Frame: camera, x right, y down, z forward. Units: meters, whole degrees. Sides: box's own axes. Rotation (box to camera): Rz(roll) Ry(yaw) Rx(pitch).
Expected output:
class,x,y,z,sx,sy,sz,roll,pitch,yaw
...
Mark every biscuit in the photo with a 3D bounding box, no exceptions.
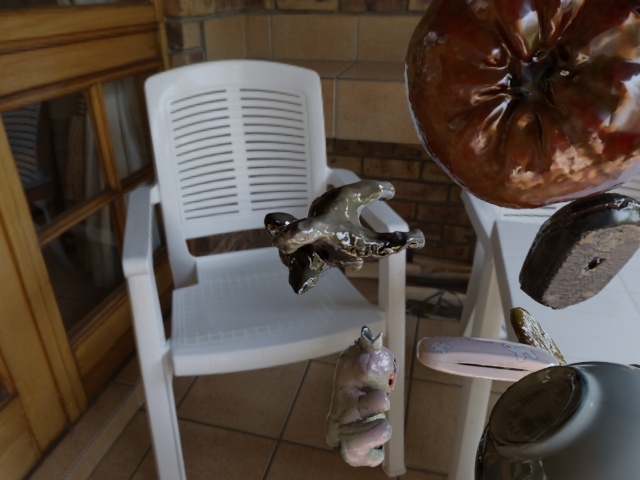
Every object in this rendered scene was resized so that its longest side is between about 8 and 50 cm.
class,x,y,z,sx,sy,sz,roll,pitch,yaw
biscuit,0.601,0.315,1.293,0.040,0.318,0.318,-35,18,23

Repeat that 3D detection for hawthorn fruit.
class,x,y,z,sx,sy,sz,roll,pitch,yaw
hawthorn fruit,0.337,-0.262,0.768,0.402,0.403,0.403,0,28,0

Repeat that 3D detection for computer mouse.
class,x,y,z,sx,sy,sz,roll,pitch,yaw
computer mouse,0.513,0.018,0.978,0.182,0.323,0.116,0,51,-2

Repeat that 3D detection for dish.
class,x,y,z,sx,sy,sz,roll,pitch,yaw
dish,0.191,0.169,0.407,0.086,0.228,0.236,51,34,-3

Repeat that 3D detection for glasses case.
class,x,y,z,sx,sy,sz,roll,pitch,yaw
glasses case,0.359,0.255,1.067,0.296,0.075,0.113,4,6,4

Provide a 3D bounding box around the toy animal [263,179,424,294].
class,x,y,z,sx,sy,sz,roll,pitch,yaw
toy animal,0.000,0.000,1.060,0.302,0.195,0.344,-13,-12,-28

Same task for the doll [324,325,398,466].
class,x,y,z,sx,sy,sz,roll,pitch,yaw
doll,0.062,0.225,0.716,0.095,0.149,0.192,6,56,8
